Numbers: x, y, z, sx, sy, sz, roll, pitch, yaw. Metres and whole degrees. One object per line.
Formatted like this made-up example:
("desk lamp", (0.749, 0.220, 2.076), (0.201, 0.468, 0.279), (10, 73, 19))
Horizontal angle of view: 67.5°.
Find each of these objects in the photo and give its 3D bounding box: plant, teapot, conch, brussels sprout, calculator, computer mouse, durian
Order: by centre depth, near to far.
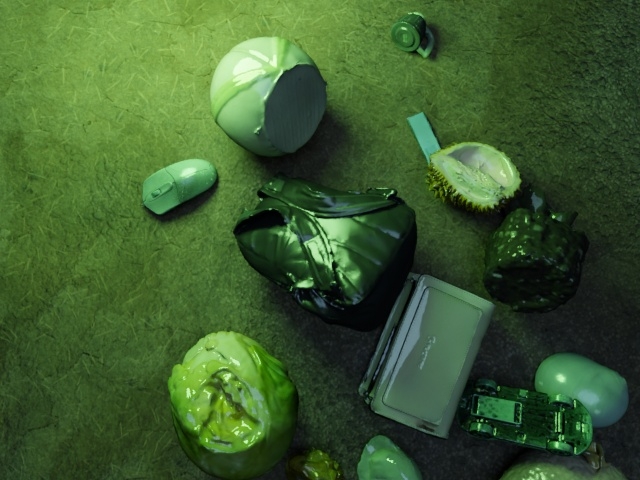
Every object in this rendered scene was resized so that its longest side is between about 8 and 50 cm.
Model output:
("brussels sprout", (-0.194, 0.382, 1.128), (0.268, 0.344, 0.344), (-24, 84, 10))
("plant", (0.545, 0.015, 1.229), (0.215, 0.213, 0.312), (26, 46, 1))
("conch", (0.677, 0.378, 1.235), (0.220, 0.121, 0.185), (11, 54, 6))
("durian", (0.404, -0.159, 1.274), (0.249, 0.138, 0.183), (23, 51, 13))
("computer mouse", (-0.392, -0.151, 1.304), (0.228, 0.068, 0.113), (-27, 83, -4))
("calculator", (0.302, -0.277, 1.348), (0.057, 0.018, 0.172), (-24, 84, -4))
("teapot", (0.265, -0.590, 1.365), (0.092, 0.124, 0.091), (15, 61, 42))

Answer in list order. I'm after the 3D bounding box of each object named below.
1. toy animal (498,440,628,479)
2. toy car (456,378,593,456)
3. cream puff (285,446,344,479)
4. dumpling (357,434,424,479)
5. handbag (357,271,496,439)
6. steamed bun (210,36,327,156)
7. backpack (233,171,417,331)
("toy animal", (0.585, 0.615, 1.157), (0.358, 0.188, 0.227), (0, 53, 12))
("toy car", (0.495, 0.445, 1.189), (0.305, 0.125, 0.136), (6, 55, 19))
("cream puff", (-0.008, 0.578, 1.200), (0.116, 0.146, 0.146), (-31, 83, -43))
("dumpling", (0.190, 0.601, 1.210), (0.108, 0.153, 0.219), (-5, 57, -42))
("handbag", (0.272, 0.283, 1.214), (0.236, 0.160, 0.359), (24, 84, -3))
("steamed bun", (-0.159, -0.375, 1.235), (0.309, 0.309, 0.310), (0, 83, 0))
("backpack", (0.000, 0.000, 1.180), (0.445, 0.255, 0.363), (20, 63, 24))
